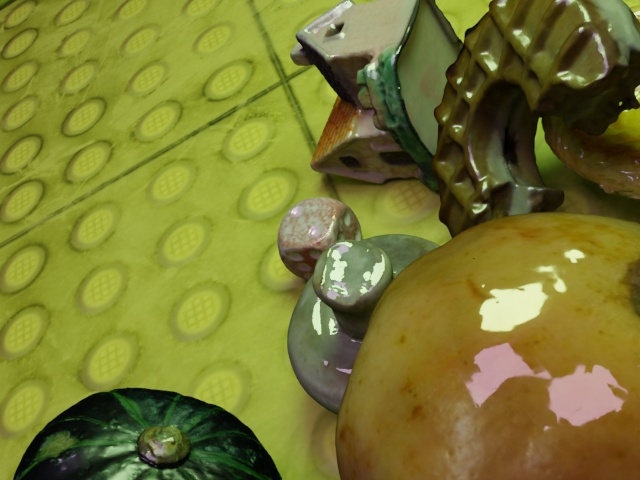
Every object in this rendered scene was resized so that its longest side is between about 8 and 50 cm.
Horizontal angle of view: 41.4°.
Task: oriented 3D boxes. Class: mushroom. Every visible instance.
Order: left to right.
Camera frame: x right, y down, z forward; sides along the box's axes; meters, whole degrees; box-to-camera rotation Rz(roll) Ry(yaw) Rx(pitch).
[{"bbox_3d":[0.062,0.079,0.991,0.244,0.243,0.243,-17,47,19],"label":"mushroom"}]

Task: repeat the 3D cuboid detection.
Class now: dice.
[{"bbox_3d":[0.000,0.000,1.190,0.094,0.093,0.091,-7,51,29],"label":"dice"}]

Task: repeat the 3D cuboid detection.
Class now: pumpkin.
[{"bbox_3d":[-0.183,0.288,0.912,0.316,0.238,0.315,10,27,-5],"label":"pumpkin"}]

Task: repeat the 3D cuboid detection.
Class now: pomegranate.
[{"bbox_3d":[0.219,0.169,0.735,0.412,0.411,0.411,-17,47,19],"label":"pomegranate"}]

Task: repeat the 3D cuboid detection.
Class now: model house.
[{"bbox_3d":[0.076,-0.204,1.223,0.238,0.237,0.202,0,61,37],"label":"model house"}]

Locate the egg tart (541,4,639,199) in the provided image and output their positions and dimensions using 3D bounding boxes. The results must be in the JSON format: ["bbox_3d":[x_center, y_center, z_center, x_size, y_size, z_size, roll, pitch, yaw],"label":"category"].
[{"bbox_3d":[0.434,-0.158,1.035,0.319,0.128,0.318,-18,49,22],"label":"egg tart"}]

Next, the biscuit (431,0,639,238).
[{"bbox_3d":[0.236,-0.148,1.005,0.115,0.366,0.268,1,43,-22],"label":"biscuit"}]
